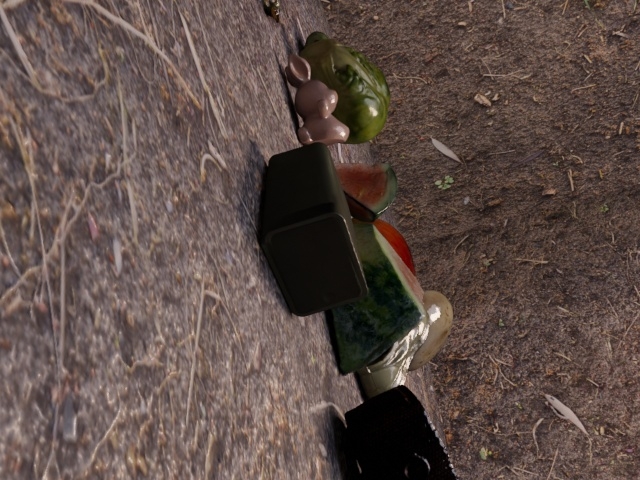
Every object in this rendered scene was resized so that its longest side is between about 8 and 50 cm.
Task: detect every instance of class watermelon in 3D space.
[{"bbox_3d":[0.087,0.122,1.458,0.232,0.193,0.310,41,20,-44],"label":"watermelon"},{"bbox_3d":[0.068,-0.095,1.669,0.207,0.202,0.136,-100,-162,-60],"label":"watermelon"}]

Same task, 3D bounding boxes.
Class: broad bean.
[{"bbox_3d":[-0.002,-0.505,2.083,0.228,0.100,0.169,-120,-160,-78],"label":"broad bean"}]

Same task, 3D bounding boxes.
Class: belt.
[{"bbox_3d":[0.134,0.394,1.206,0.289,0.164,0.184,66,-12,-4],"label":"belt"}]

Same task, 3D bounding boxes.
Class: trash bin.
[{"bbox_3d":[-0.012,-0.025,1.151,0.240,0.122,0.164,-95,167,-57],"label":"trash bin"}]

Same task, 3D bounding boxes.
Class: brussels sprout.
[{"bbox_3d":[0.057,-0.382,1.879,0.271,0.210,0.219,56,40,-29],"label":"brussels sprout"}]

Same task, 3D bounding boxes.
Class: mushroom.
[{"bbox_3d":[0.214,0.211,1.919,0.243,0.244,0.243,-16,90,-81],"label":"mushroom"}]

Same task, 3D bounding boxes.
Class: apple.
[{"bbox_3d":[0.134,0.055,1.735,0.293,0.163,0.251,-76,150,-75],"label":"apple"}]

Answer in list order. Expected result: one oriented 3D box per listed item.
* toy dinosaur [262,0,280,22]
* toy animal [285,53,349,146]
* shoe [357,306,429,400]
[{"bbox_3d":[-0.106,-0.525,1.652,0.180,0.037,0.058,-63,132,-77],"label":"toy dinosaur"},{"bbox_3d":[-0.009,-0.314,1.640,0.124,0.124,0.212,-4,82,-80],"label":"toy animal"},{"bbox_3d":[0.154,0.224,1.588,0.098,0.103,0.275,58,39,-24],"label":"shoe"}]
